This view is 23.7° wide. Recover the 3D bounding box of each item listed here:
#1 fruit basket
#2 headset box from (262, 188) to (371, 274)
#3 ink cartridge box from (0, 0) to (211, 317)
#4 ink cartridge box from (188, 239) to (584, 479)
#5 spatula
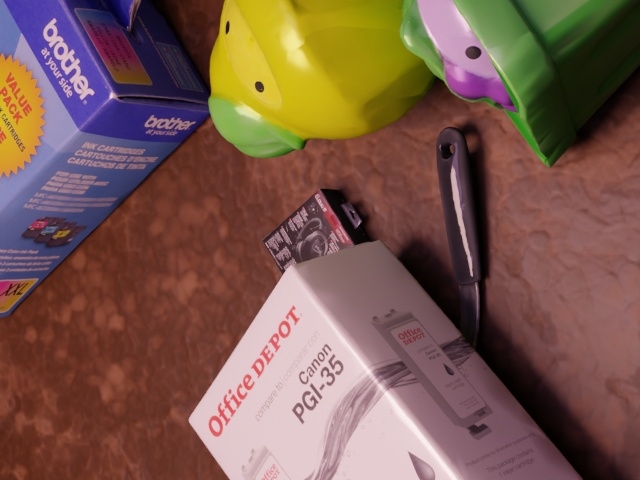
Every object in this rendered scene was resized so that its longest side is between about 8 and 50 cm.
[{"bbox_3d":[0.046,-0.205,1.122,0.392,0.283,0.392,-2,81,13],"label":"fruit basket"},{"bbox_3d":[0.000,0.000,1.293,0.083,0.032,0.062,-41,70,26],"label":"headset box"},{"bbox_3d":[-0.282,-0.147,1.412,0.395,0.151,0.270,-41,69,25],"label":"ink cartridge box"},{"bbox_3d":[0.048,0.173,1.192,0.283,0.117,0.207,51,129,22],"label":"ink cartridge box"},{"bbox_3d":[0.115,0.057,1.219,0.084,0.030,0.297,-6,87,42],"label":"spatula"}]
